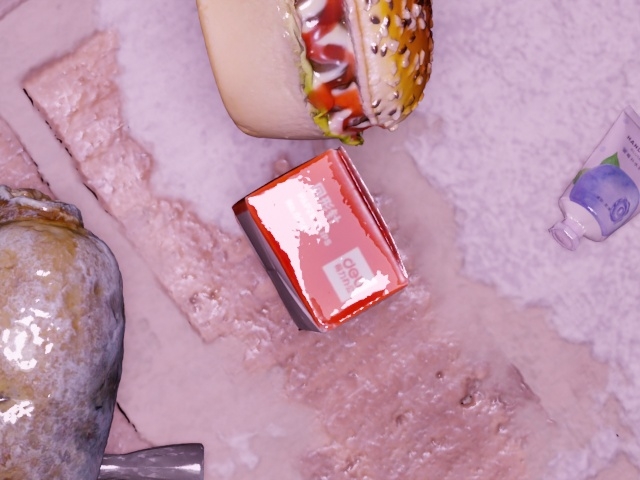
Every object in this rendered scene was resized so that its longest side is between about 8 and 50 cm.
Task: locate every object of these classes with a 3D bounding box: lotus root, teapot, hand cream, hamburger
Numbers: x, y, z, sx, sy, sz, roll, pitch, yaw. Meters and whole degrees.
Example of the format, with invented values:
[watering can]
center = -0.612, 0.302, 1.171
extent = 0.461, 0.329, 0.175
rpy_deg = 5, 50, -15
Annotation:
[lotus root]
center = -0.248, 0.133, 1.394
extent = 0.175, 0.175, 0.349
rpy_deg = 8, 92, -8
[teapot]
center = -0.157, 0.198, 1.471
extent = 0.111, 0.043, 0.043
rpy_deg = 0, 90, -6
[hand cream]
center = 0.263, -0.048, 1.527
extent = 0.142, 0.053, 0.084
rpy_deg = -44, 95, -16
[hamburger]
center = -0.002, -0.214, 1.369
extent = 0.176, 0.300, 0.300
rpy_deg = -10, 92, 8

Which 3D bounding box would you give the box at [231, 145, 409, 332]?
[box]
center = 0.000, 0.000, 1.423
extent = 0.099, 0.182, 0.133
rpy_deg = -29, 91, -6
